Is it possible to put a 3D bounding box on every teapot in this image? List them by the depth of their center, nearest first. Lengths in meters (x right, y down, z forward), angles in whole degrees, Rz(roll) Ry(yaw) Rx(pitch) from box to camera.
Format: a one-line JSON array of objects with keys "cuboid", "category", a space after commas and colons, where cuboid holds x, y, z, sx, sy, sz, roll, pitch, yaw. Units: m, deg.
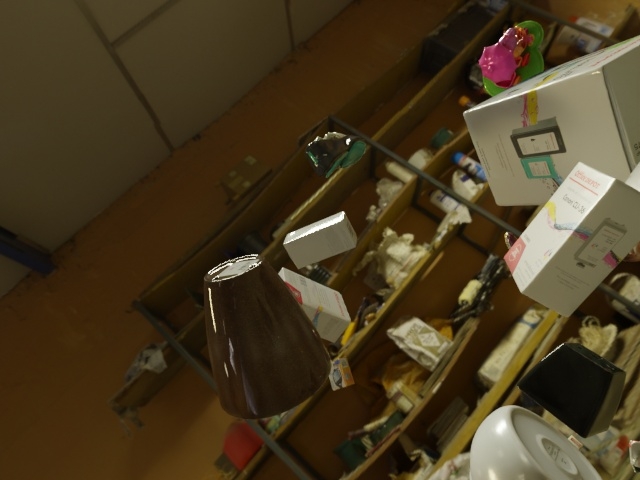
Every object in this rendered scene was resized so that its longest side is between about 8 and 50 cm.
[{"cuboid": [0.367, 0.444, 0.762, 0.187, 0.256, 0.252, -57, 18, 19], "category": "teapot"}]

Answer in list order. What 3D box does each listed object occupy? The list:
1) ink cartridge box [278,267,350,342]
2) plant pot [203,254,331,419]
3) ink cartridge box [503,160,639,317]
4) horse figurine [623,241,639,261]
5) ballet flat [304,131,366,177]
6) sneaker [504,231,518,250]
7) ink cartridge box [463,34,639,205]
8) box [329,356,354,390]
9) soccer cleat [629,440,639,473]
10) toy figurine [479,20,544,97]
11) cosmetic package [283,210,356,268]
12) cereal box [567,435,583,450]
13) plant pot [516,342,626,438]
[{"cuboid": [-0.050, 0.271, 1.762, 0.131, 0.307, 0.226, -54, 24, 19], "category": "ink cartridge box"}, {"cuboid": [-0.114, 0.149, 0.750, 0.215, 0.216, 0.230, -32, -68, -43], "category": "plant pot"}, {"cuboid": [0.317, -0.021, 0.505, 0.198, 0.067, 0.115, -61, -1, 23], "category": "ink cartridge box"}, {"cuboid": [0.789, -0.026, 0.986, 0.263, 0.174, 0.066, -32, -24, 18], "category": "horse figurine"}, {"cuboid": [0.026, -0.162, 0.744, 0.074, 0.074, 0.203, -62, -10, 27], "category": "ballet flat"}, {"cuboid": [0.623, 0.039, 1.247, 0.084, 0.185, 0.069, -35, 8, 29], "category": "sneaker"}, {"cuboid": [0.425, -0.186, 0.689, 0.198, 0.197, 0.270, -30, 13, -16], "category": "ink cartridge box"}, {"cuboid": [0.054, 0.405, 1.272, 0.028, 0.081, 0.136, -8, -23, -26], "category": "box"}, {"cuboid": [0.661, 0.451, 0.877, 0.035, 0.029, 0.083, -58, -44, -49], "category": "soccer cleat"}, {"cuboid": [0.405, -0.396, 0.898, 0.159, 0.130, 0.173, -15, -52, -55], "category": "toy figurine"}, {"cuboid": [0.000, 0.000, 1.474, 0.231, 0.117, 0.085, -20, 25, 18], "category": "cosmetic package"}, {"cuboid": [0.698, 0.717, 1.297, 0.240, 0.047, 0.172, -13, -51, -34], "category": "cereal box"}, {"cuboid": [0.670, 0.370, 1.098, 0.188, 0.188, 0.166, 14, -74, -40], "category": "plant pot"}]
